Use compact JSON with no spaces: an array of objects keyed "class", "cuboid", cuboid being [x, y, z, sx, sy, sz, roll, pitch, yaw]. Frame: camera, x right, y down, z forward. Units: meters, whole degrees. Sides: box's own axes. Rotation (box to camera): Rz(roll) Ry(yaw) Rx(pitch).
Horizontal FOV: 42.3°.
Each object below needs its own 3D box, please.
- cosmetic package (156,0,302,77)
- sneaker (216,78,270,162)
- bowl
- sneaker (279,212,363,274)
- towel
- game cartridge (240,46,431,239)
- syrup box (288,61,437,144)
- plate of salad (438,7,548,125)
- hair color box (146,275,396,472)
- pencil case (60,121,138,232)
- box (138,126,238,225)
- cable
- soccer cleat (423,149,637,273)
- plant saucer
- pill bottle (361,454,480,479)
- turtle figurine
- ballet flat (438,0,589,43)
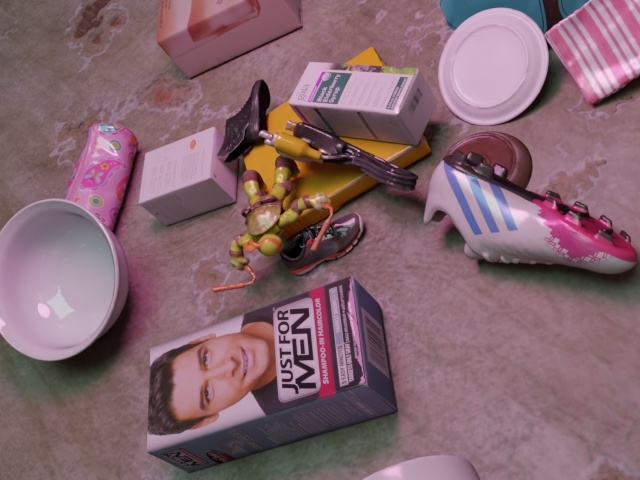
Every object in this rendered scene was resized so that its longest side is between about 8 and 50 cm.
[{"class":"cosmetic package","cuboid":[-0.201,-0.498,1.813,0.296,0.129,0.153,-21,51,19]},{"class":"sneaker","cuboid":[-0.148,-0.233,1.600,0.089,0.051,0.170,-12,59,22]},{"class":"bowl","cuboid":[-0.471,0.075,1.567,0.298,0.134,0.297,-2,85,21]},{"class":"sneaker","cuboid":[0.000,0.000,1.401,0.158,0.065,0.061,-35,47,8]},{"class":"towel","cuboid":[0.461,-0.320,1.268,0.197,0.029,0.144,-36,81,33]},{"class":"game cartridge","cuboid":[0.013,-0.179,1.529,0.324,0.053,0.285,-31,49,14]},{"class":"syrup box","cuboid":[0.070,-0.239,1.432,0.237,0.096,0.093,13,69,36]},{"class":"plate of salad","cuboid":[0.294,-0.293,1.406,0.200,0.048,0.199,-1,88,36]},{"class":"hair color box","cuboid":[-0.084,0.212,1.282,0.374,0.113,0.185,-21,52,20]},{"class":"pencil case","cuboid":[-0.472,-0.111,1.733,0.124,0.124,0.284,-6,57,29]},{"class":"box","cuboid":[-0.257,-0.124,1.626,0.170,0.091,0.130,-16,53,23]},{"class":"cable","cuboid":[0.040,-0.133,1.402,0.287,0.139,0.072,28,103,22]},{"class":"soccer cleat","cuboid":[0.296,-0.012,1.214,0.331,0.116,0.143,34,112,33]},{"class":"plant saucer","cuboid":[0.257,-0.114,1.344,0.168,0.029,0.168,-16,52,22]},{"class":"pill bottle","cuboid":[0.155,0.454,0.900,0.224,0.224,0.392,-30,50,12]},{"class":"turtle figurine","cuboid":[-0.098,-0.039,1.409,0.269,0.087,0.217,-35,38,26]},{"class":"ballet flat","cuboid":[0.409,-0.408,1.398,0.409,0.147,0.147,9,66,32]}]
